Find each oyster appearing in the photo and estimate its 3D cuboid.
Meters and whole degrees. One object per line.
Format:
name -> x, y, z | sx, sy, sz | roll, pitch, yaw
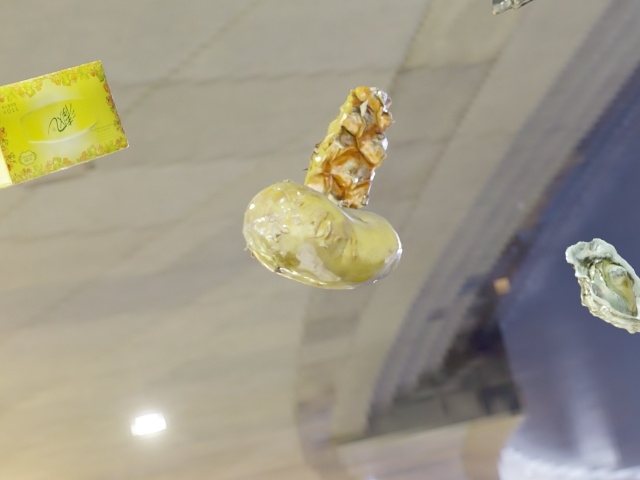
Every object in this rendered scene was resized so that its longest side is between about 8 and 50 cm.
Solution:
oyster -> 0.284, 0.047, 1.873 | 0.098, 0.100, 0.037 | 2, 149, -37

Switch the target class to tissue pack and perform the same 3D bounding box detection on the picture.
tissue pack -> -0.277, -0.112, 1.885 | 0.062, 0.095, 0.176 | -15, -175, 38

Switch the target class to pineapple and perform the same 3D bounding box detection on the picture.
pineapple -> 0.032, -0.095, 2.011 | 0.069, 0.137, 0.116 | 28, 173, -14

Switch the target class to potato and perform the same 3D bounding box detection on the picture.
potato -> 0.000, 0.000, 1.453 | 0.138, 0.070, 0.091 | 20, -177, -41

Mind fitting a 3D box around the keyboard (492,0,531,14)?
keyboard -> 0.280, -0.303, 1.871 | 0.262, 0.016, 0.106 | -29, -155, 21
